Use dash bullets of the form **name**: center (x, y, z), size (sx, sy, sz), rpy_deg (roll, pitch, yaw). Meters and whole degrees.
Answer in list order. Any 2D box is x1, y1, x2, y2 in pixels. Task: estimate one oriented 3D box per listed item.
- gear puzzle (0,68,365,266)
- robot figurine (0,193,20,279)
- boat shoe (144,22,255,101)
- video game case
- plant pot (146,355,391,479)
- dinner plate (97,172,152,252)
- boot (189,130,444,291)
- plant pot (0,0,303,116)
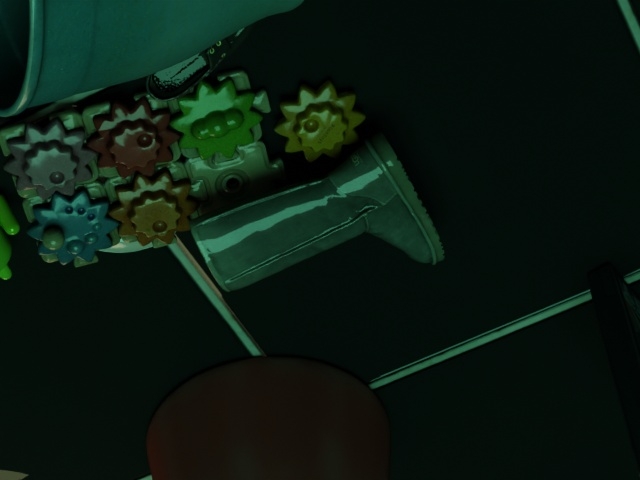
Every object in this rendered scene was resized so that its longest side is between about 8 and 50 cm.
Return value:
- **gear puzzle**: center (-0.119, -0.067, 1.578), size (0.339, 0.044, 0.175), rpy_deg (-14, 127, -2)
- **robot figurine**: center (-0.339, -0.004, 1.604), size (0.101, 0.067, 0.115), rpy_deg (-29, 130, -5)
- **boat shoe**: center (-0.103, -0.173, 1.492), size (0.133, 0.042, 0.049), rpy_deg (-42, 105, 11)
- **video game case**: center (0.374, 0.190, 1.735), size (0.035, 0.275, 0.248), rpy_deg (-31, 128, 22)
- **plant pot**: center (-0.045, 0.299, 1.797), size (0.275, 0.243, 0.275), rpy_deg (-4, 131, -5)
- **dinner plate**: center (-0.194, -0.037, 1.631), size (0.141, 0.017, 0.141), rpy_deg (-3, 133, -3)
- **boot**: center (0.000, -0.001, 1.624), size (0.208, 0.076, 0.189), rpy_deg (-32, 130, 1)
- **plant pot**: center (-0.145, -0.248, 1.288), size (0.255, 0.271, 0.271), rpy_deg (-12, 135, -24)
